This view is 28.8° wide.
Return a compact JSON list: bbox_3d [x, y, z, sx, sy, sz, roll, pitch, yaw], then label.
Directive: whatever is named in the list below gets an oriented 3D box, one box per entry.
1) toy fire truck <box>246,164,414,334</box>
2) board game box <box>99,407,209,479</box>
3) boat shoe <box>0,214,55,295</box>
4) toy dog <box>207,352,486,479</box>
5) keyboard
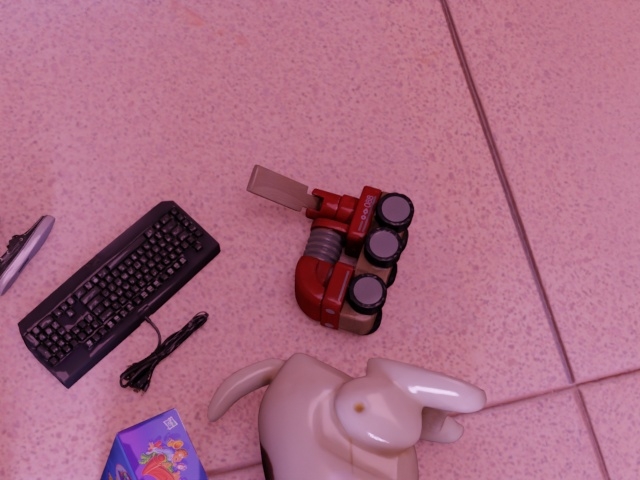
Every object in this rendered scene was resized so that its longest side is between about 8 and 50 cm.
[{"bbox_3d":[0.000,0.000,1.877,0.246,0.158,0.217,17,67,6],"label":"toy fire truck"},{"bbox_3d":[-0.191,0.368,1.571,0.078,0.347,0.233,-21,76,-20],"label":"board game box"},{"bbox_3d":[-0.440,0.014,1.811,0.040,0.049,0.142,33,68,1],"label":"boat shoe"},{"bbox_3d":[0.014,0.369,1.660,0.395,0.284,0.408,19,68,-5],"label":"toy dog"},{"bbox_3d":[-0.269,0.097,1.829,0.201,0.033,0.317,44,67,5],"label":"keyboard"}]
